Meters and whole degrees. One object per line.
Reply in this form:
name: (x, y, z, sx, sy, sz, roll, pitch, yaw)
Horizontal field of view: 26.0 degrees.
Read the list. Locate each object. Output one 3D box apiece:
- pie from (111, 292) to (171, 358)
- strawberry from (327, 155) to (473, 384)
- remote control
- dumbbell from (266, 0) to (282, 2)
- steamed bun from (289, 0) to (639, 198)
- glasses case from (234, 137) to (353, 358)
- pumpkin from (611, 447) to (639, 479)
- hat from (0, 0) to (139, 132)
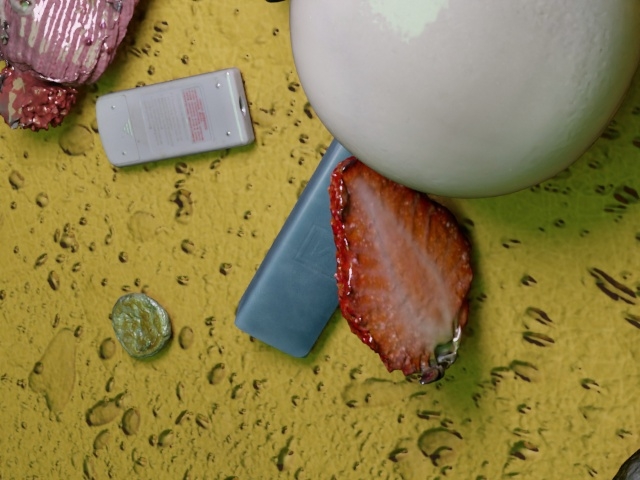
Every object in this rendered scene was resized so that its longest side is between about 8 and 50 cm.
pie: (-0.209, 0.098, 1.619, 0.084, 0.021, 0.084, 9, 107, 29)
strawberry: (0.063, 0.027, 1.389, 0.107, 0.175, 0.235, -5, 97, 50)
remote control: (-0.164, -0.134, 1.532, 0.190, 0.029, 0.087, -9, 98, 28)
dumbbell: (-0.081, -0.397, 1.361, 0.316, 0.156, 0.143, 55, 149, 5)
steamed bun: (0.128, -0.190, 1.219, 0.324, 0.206, 0.324, 2, 119, 3)
glasses case: (0.000, 0.000, 1.469, 0.105, 0.056, 0.266, 38, 117, 15)
pumpkin: (0.374, 0.274, 1.289, 0.238, 0.159, 0.238, 8, 123, 12)
hat: (-0.301, -0.254, 1.527, 0.237, 0.107, 0.286, 27, 109, 29)
